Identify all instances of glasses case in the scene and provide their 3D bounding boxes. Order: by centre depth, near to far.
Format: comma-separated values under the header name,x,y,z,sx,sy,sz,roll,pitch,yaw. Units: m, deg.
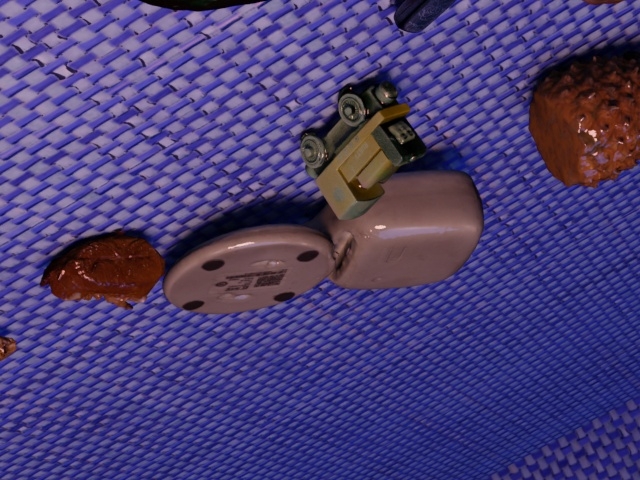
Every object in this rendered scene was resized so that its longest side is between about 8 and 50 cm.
name,x,y,z,sx,sy,sz,roll,pitch,yaw
glasses case,0.087,-0.188,1.465,0.033,0.023,0.083,4,143,-47

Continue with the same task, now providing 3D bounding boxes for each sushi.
name,x,y,z,sx,sy,sz,roll,pitch,yaw
sushi,-0.178,0.027,1.639,0.118,0.061,0.060,12,151,-30

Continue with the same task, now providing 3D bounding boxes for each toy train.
name,x,y,z,sx,sy,sz,roll,pitch,yaw
toy train,0.033,-0.075,1.601,0.050,0.081,0.122,-16,159,-43

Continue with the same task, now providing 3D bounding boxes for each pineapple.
name,x,y,z,sx,sy,sz,roll,pitch,yaw
pineapple,0.305,-0.138,1.762,0.251,0.125,0.125,-23,161,-24

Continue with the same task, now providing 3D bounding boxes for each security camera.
name,x,y,z,sx,sy,sz,roll,pitch,yaw
security camera,0.000,0.000,1.766,0.301,0.080,0.157,-8,158,-19

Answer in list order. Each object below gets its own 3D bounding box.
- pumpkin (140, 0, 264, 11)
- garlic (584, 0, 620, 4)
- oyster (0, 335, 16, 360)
name,x,y,z,sx,sy,sz,roll,pitch,yaw
pumpkin,-0.047,-0.207,1.077,0.202,0.140,0.202,-26,163,-8
garlic,0.220,-0.210,1.511,0.084,0.066,0.152,-35,161,28
oyster,-0.304,0.092,1.674,0.051,0.034,0.093,-47,145,9
